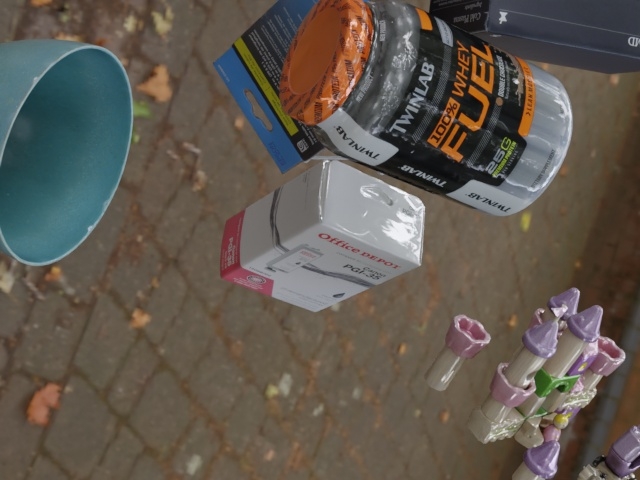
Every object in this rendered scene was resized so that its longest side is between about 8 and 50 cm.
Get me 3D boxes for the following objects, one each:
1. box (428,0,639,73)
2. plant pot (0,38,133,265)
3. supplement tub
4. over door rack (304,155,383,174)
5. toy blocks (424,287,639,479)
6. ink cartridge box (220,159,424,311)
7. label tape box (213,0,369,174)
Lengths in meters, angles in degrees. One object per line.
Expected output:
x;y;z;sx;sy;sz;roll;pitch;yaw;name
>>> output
0.353;-0.419;1.590;0.343;0.179;0.312;6;91;-23;box
-0.403;-0.136;1.428;0.290;0.195;0.290;-57;158;-37;plant pot
0.132;-0.173;1.398;0.338;0.207;0.207;19;87;-26;supplement tub
0.086;-0.256;2.135;0.108;0.324;0.239;134;-41;-75;over door rack
0.386;0.205;1.721;0.289;0.309;0.260;0;130;-44;toy blocks
0.000;0.000;1.781;0.207;0.283;0.117;22;59;-30;ink cartridge box
-0.010;-0.283;1.846;0.106;0.334;0.240;-34;94;-35;label tape box
